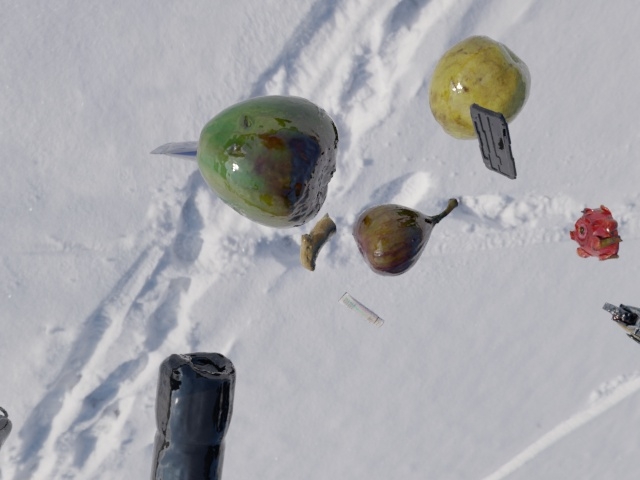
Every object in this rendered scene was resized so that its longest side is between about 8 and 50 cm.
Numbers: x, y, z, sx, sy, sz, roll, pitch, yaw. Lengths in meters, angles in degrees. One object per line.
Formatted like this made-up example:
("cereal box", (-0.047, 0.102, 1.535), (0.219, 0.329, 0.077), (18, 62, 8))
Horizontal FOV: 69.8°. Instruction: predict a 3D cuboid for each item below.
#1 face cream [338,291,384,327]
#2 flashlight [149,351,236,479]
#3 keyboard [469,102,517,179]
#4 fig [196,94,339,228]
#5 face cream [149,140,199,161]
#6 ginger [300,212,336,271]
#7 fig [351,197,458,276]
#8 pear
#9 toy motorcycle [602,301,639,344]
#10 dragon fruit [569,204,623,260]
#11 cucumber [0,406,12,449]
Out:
("face cream", (0.095, 0.161, 1.059), (0.115, 0.020, 0.038), (34, 127, -4))
("flashlight", (-0.155, 0.330, 0.508), (0.103, 0.103, 0.424), (6, 94, -23))
("keyboard", (0.431, -0.239, 1.136), (0.016, 0.106, 0.262), (-50, 142, -4))
("fig", (-0.069, -0.106, 0.620), (0.191, 0.181, 0.181), (15, 119, -14))
("face cream", (-0.228, -0.230, 1.271), (0.420, 0.235, 0.137), (5, 109, -6))
("ginger", (-0.003, -0.004, 0.902), (0.137, 0.044, 0.057), (-56, 155, -32))
("fig", (0.256, -0.038, 1.304), (0.320, 0.217, 0.217), (-28, 129, -1))
("pear", (0.469, -0.451, 1.391), (0.303, 0.304, 0.304), (-10, 127, -13))
("toy motorcycle", (0.741, 0.204, 0.999), (0.129, 0.229, 0.094), (18, 100, -32))
("dragon fruit", (0.529, -0.012, 0.893), (0.068, 0.126, 0.112), (-13, 96, 13))
("cucumber", (-0.293, 0.187, 0.376), (0.043, 0.163, 0.039), (11, 95, -5))
